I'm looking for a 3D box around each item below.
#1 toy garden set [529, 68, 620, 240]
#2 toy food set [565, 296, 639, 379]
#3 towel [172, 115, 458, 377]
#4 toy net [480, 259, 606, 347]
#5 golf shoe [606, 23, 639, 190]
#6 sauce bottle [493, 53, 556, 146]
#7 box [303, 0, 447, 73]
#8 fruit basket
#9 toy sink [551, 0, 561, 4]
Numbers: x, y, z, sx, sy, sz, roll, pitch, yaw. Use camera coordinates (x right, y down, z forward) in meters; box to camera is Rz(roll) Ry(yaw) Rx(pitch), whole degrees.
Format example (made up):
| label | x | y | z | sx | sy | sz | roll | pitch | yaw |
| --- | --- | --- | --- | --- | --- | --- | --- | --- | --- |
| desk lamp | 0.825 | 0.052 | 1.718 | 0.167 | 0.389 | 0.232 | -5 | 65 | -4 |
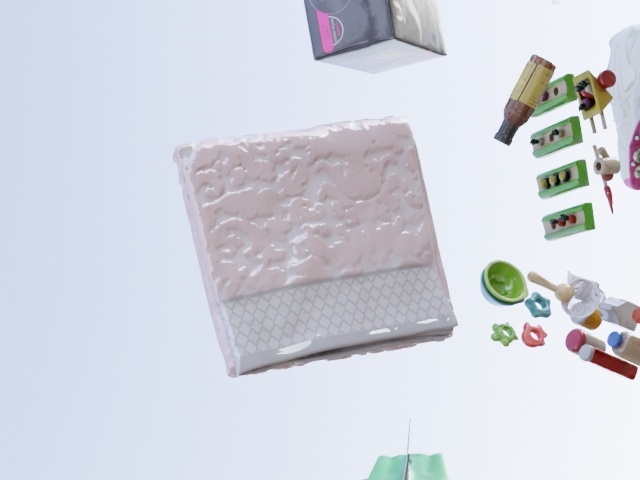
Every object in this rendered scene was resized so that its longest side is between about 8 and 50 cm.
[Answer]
| label | x | y | z | sx | sy | sz | roll | pitch | yaw |
| --- | --- | --- | --- | --- | --- | --- | --- | --- | --- |
| toy garden set | 0.380 | -0.135 | 1.812 | 0.049 | 0.204 | 0.244 | -3 | -98 | -25 |
| toy food set | 0.429 | 0.136 | 1.769 | 0.104 | 0.232 | 0.111 | 24 | -93 | -29 |
| towel | 0.000 | 0.000 | 1.543 | 0.331 | 0.317 | 0.053 | -9 | -14 | -23 |
| toy net | 0.331 | 0.087 | 1.698 | 0.232 | 0.122 | 0.045 | -2 | -32 | -28 |
| golf shoe | 0.583 | -0.249 | 2.192 | 0.115 | 0.140 | 0.306 | -2 | -77 | -28 |
| sauce bottle | 0.278 | -0.192 | 1.639 | 0.042 | 0.042 | 0.128 | 12 | -70 | -60 |
| box | 0.087 | -0.371 | 1.921 | 0.270 | 0.143 | 0.165 | -5 | -96 | -67 |
| fruit basket | 0.123 | 0.498 | 1.766 | 0.353 | 0.165 | 0.327 | -69 | -26 | -53 |
| toy sink | 0.398 | -0.447 | 1.760 | 0.234 | 0.131 | 0.153 | -4 | -91 | -78 |
